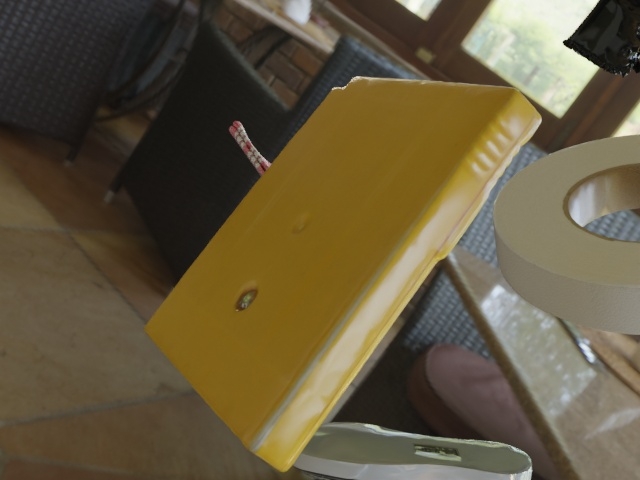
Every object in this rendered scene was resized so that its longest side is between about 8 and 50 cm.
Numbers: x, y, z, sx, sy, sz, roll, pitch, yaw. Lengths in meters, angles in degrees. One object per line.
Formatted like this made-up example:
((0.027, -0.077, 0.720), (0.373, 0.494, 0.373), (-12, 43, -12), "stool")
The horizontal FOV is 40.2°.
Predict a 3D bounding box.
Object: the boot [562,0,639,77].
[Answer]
((0.249, -0.209, 0.768), (0.121, 0.099, 0.045), (33, 20, 8), "boot")

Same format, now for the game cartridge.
((0.000, 0.000, 0.742), (0.052, 0.324, 0.285), (42, -8, -27), "game cartridge")

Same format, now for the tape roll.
((0.413, -0.023, 1.099), (0.392, 0.072, 0.392), (-9, 30, 5), "tape roll")

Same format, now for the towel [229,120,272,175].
((-0.067, -0.089, 1.364), (0.197, 0.029, 0.144), (54, -1, 37), "towel")

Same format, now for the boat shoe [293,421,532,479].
((0.106, 0.302, 1.100), (0.306, 0.105, 0.113), (5, 15, -5), "boat shoe")
